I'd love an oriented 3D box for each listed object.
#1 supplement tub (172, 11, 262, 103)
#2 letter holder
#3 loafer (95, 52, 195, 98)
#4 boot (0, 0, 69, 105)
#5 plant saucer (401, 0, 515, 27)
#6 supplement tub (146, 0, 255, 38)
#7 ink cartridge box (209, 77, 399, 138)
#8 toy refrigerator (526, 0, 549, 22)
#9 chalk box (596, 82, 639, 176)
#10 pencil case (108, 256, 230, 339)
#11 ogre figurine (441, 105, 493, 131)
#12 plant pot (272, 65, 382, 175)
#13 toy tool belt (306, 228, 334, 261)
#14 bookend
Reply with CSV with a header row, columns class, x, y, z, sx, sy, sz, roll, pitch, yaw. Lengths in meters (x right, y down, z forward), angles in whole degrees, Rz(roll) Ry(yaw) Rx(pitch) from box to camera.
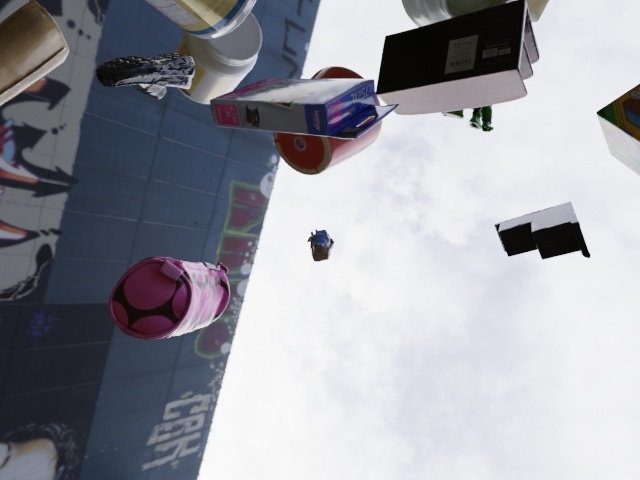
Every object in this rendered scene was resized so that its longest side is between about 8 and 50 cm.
class,x,y,z,sx,sy,sz,roll,pitch,yaw
supplement tub,-0.362,-0.638,1.441,0.331,0.241,0.240,-12,-104,57
letter holder,0.316,-0.374,0.960,0.302,0.214,0.151,3,-101,36
loafer,-0.321,-0.308,0.802,0.076,0.223,0.078,18,-59,18
boot,-0.596,-0.286,0.804,0.269,0.089,0.236,-54,-175,-22
plant saucer,0.421,-0.714,1.137,0.401,0.401,0.100,-27,-124,31
supplement tub,-0.183,-0.359,0.507,0.145,0.200,0.144,-5,-100,28
ink cartridge box,-0.030,-0.257,0.791,0.311,0.186,0.065,16,-52,29
toy refrigerator,0.686,-0.825,1.306,0.094,0.269,0.102,-4,-111,0
chalk box,0.820,-0.228,0.955,0.179,0.180,0.288,-35,-142,19
pencil case,-0.175,0.066,0.530,0.095,0.209,0.098,45,-94,2
ogre figurine,0.421,-0.389,1.176,0.197,0.097,0.118,19,-86,-4
plant pot,0.007,-0.331,1.223,0.275,0.243,0.274,23,-41,23
toy tool belt,0.000,0.000,0.834,0.052,0.051,0.083,-14,-145,20
bookend,0.436,-0.004,0.844,0.156,0.157,0.072,-19,-81,30
